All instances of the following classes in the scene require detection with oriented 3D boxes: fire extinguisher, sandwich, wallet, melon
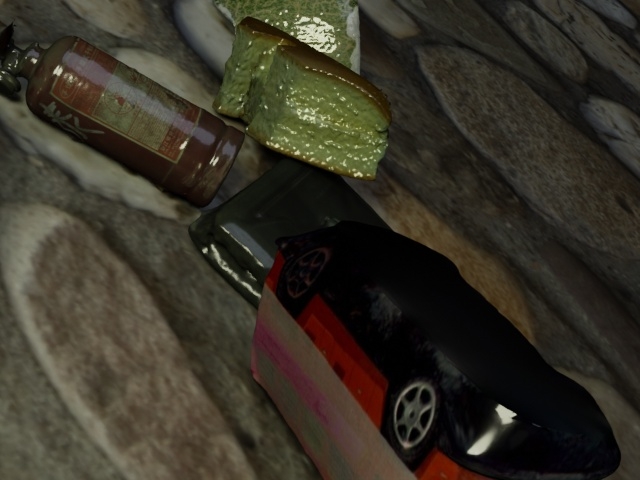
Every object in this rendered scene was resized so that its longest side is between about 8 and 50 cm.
[{"bbox_3d":[-0.179,-0.126,0.951,0.252,0.106,0.075,31,50,-13],"label":"fire extinguisher"},{"bbox_3d":[-0.035,-0.143,1.109,0.088,0.090,0.244,0,29,-41],"label":"sandwich"},{"bbox_3d":[0.000,0.000,1.031,0.168,0.052,0.245,42,28,2],"label":"wallet"},{"bbox_3d":[-0.014,-0.247,1.298,0.202,0.139,0.093,35,8,1],"label":"melon"}]

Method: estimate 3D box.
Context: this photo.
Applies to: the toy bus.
[{"bbox_3d":[0.062,0.102,0.779,0.128,0.147,0.302,7,24,-29],"label":"toy bus"}]
